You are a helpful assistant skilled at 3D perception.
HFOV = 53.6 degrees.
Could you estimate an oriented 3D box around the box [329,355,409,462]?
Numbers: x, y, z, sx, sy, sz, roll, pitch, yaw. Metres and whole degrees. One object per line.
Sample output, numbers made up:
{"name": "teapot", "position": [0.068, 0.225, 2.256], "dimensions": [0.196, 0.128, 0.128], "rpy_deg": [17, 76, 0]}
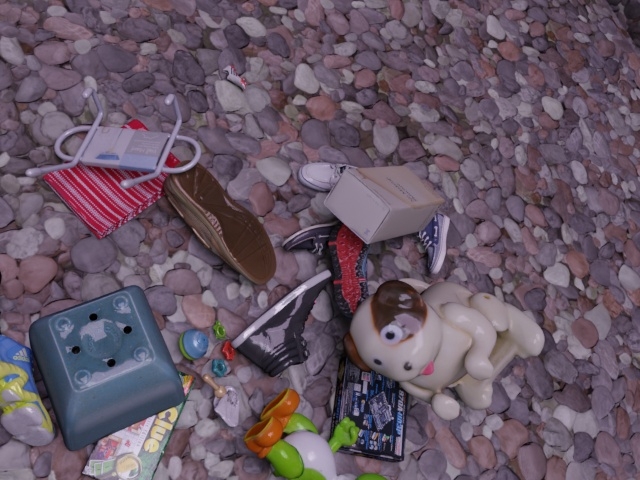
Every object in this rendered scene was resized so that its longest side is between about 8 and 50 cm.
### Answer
{"name": "box", "position": [0.120, 0.397, 1.501], "dimensions": [0.175, 0.051, 0.220], "rpy_deg": [16, 64, -17]}

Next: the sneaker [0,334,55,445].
{"name": "sneaker", "position": [-0.568, 0.279, 1.216], "dimensions": [0.126, 0.091, 0.240], "rpy_deg": [-79, 154, -56]}

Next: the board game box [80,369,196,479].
{"name": "board game box", "position": [-0.372, 0.380, 1.317], "dimensions": [0.136, 0.030, 0.259], "rpy_deg": [27, 61, -13]}

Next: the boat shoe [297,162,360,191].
{"name": "boat shoe", "position": [0.055, -0.176, 1.694], "dimensions": [0.226, 0.076, 0.083], "rpy_deg": [4, 67, -21]}

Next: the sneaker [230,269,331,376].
{"name": "sneaker", "position": [-0.056, 0.200, 1.485], "dimensions": [0.296, 0.104, 0.147], "rpy_deg": [-40, 90, -25]}

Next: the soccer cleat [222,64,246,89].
{"name": "soccer cleat", "position": [-0.232, -0.436, 1.709], "dimensions": [0.036, 0.029, 0.083], "rpy_deg": [-32, 80, -21]}

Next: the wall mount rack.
{"name": "wall mount rack", "position": [-0.453, -0.202, 1.379], "dimensions": [0.350, 0.130, 0.304], "rpy_deg": [6, 53, 8]}

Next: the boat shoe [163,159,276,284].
{"name": "boat shoe", "position": [-0.236, -0.034, 1.498], "dimensions": [0.341, 0.110, 0.122], "rpy_deg": [53, 52, -6]}

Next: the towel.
{"name": "towel", "position": [-0.473, -0.153, 1.491], "dimensions": [0.199, 0.031, 0.275], "rpy_deg": [47, 60, 1]}

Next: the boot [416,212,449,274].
{"name": "boot", "position": [0.295, 0.001, 1.735], "dimensions": [0.086, 0.069, 0.190], "rpy_deg": [19, 55, -7]}

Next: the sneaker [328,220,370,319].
{"name": "sneaker", "position": [0.070, 0.070, 1.578], "dimensions": [0.104, 0.125, 0.261], "rpy_deg": [3, 71, 2]}

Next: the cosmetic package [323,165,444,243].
{"name": "cosmetic package", "position": [0.168, -0.097, 1.595], "dimensions": [0.160, 0.113, 0.309], "rpy_deg": [44, 27, 20]}

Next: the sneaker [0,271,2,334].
{"name": "sneaker", "position": [-0.677, 0.186, 1.243], "dimensions": [0.124, 0.107, 0.283], "rpy_deg": [54, 29, -43]}

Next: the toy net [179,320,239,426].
{"name": "toy net", "position": [-0.228, 0.299, 1.402], "dimensions": [0.122, 0.045, 0.232], "rpy_deg": [-7, 74, -60]}

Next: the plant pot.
{"name": "plant pot", "position": [-0.412, 0.222, 1.212], "dimensions": [0.247, 0.252, 0.247], "rpy_deg": [-21, 72, -22]}

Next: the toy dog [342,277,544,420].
{"name": "toy dog", "position": [0.252, 0.206, 1.455], "dimensions": [0.408, 0.284, 0.395], "rpy_deg": [6, 45, -44]}

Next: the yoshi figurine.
{"name": "yoshi figurine", "position": [0.027, 0.477, 1.319], "dimensions": [0.203, 0.203, 0.362], "rpy_deg": [-43, 94, -12]}

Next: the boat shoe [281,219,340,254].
{"name": "boat shoe", "position": [0.000, 0.000, 1.601], "dimensions": [0.206, 0.075, 0.065], "rpy_deg": [-16, 73, -32]}
